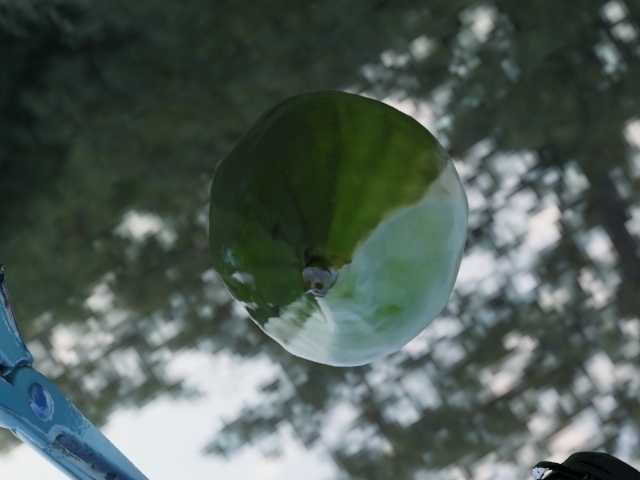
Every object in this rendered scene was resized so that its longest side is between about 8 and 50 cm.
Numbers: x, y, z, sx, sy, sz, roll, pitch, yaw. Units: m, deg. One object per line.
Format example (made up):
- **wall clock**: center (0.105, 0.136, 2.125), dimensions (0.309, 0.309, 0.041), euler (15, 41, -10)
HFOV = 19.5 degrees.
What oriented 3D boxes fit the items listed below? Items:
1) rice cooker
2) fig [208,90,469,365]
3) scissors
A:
- **rice cooker**: center (0.221, 0.233, 1.454), dimensions (0.106, 0.112, 0.165), euler (-44, -150, -24)
- **fig**: center (0.002, 0.015, 1.525), dimensions (0.233, 0.233, 0.314), euler (-29, -155, 30)
- **scissors**: center (-0.227, 0.117, 1.427), dimensions (0.032, 0.393, 0.180), euler (-19, -137, 25)
